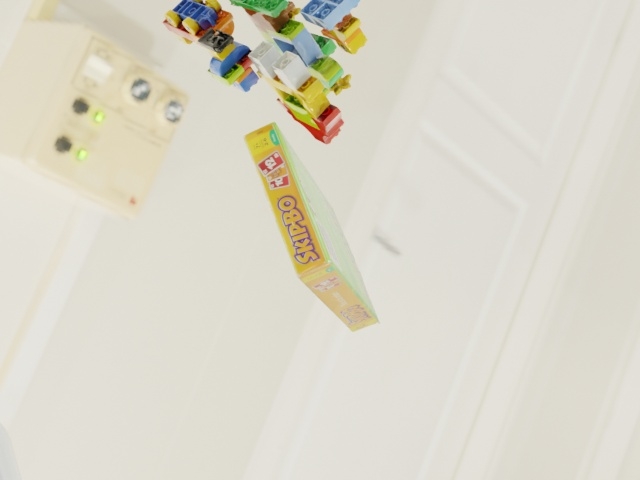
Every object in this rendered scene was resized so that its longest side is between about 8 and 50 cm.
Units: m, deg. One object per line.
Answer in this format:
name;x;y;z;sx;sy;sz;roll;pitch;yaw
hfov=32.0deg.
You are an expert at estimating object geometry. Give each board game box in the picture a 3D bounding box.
board game box;0.000;0.000;0.957;0.039;0.124;0.259;-24;162;7

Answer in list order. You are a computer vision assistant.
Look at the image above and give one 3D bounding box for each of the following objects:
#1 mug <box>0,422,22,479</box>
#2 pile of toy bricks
mug;-0.231;0.294;0.591;0.276;0.328;0.374;-30;155;20
pile of toy bricks;-0.023;-0.145;0.848;0.212;0.118;0.105;33;165;50
